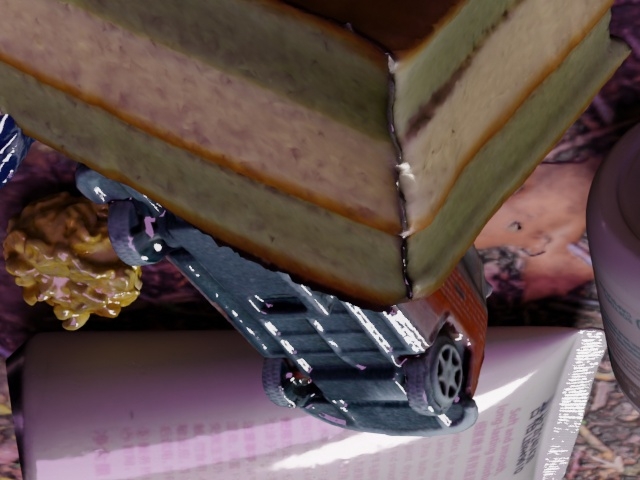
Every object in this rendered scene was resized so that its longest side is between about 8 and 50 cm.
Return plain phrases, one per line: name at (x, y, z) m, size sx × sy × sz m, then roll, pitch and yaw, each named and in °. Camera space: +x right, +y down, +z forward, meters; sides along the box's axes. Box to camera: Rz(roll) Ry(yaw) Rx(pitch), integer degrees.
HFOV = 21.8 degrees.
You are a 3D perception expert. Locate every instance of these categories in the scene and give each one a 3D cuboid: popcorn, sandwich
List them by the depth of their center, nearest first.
sandwich at (-0.006, -0.116, 0.679) m, size 0.227 × 0.198 × 0.155 m, roll 25°, pitch 145°, yaw 25°
popcorn at (-0.141, 0.011, 0.936) m, size 0.083 × 0.057 × 0.082 m, roll -19°, pitch 136°, yaw 31°

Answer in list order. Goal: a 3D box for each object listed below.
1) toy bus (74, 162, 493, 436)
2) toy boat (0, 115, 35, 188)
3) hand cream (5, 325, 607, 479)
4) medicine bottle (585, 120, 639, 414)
toy bus at (0.000, 0.000, 0.854) m, size 0.121 × 0.119 × 0.265 m, roll -4°, pitch 145°, yaw 32°
toy boat at (-0.287, -0.092, 0.757) m, size 0.318 × 0.072 × 0.219 m, roll 24°, pitch 142°, yaw -19°
hand cream at (-0.012, 0.109, 1.026) m, size 0.359 × 0.118 × 0.185 m, roll -2°, pitch 140°, yaw -5°
medicine bottle at (0.217, 0.038, 0.877) m, size 0.135 × 0.135 × 0.215 m, roll -6°, pitch 141°, yaw 12°
